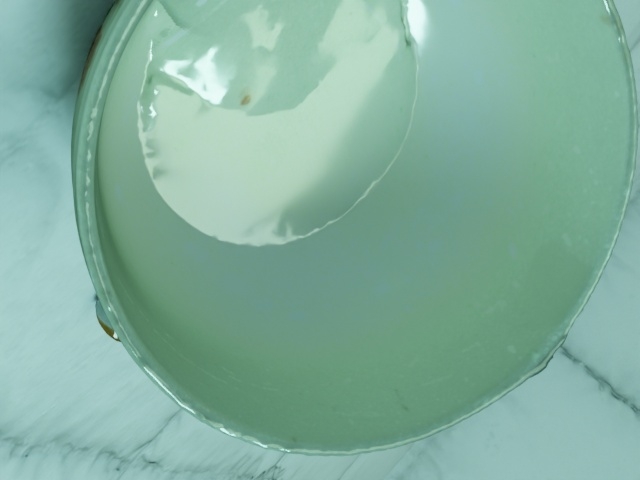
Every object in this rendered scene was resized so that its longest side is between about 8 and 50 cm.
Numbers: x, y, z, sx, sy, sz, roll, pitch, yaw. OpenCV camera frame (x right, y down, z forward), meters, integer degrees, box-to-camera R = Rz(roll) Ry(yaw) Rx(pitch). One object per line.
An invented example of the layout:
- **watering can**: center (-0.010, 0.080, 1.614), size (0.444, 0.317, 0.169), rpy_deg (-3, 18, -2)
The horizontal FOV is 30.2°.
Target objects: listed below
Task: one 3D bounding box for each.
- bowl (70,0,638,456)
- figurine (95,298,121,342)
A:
- **bowl**: center (0.002, -0.047, 0.582), size (0.277, 0.145, 0.277), rpy_deg (-8, 110, -23)
- **figurine**: center (-0.053, -0.004, 0.724), size (0.197, 0.093, 0.147), rpy_deg (-53, 157, 15)
